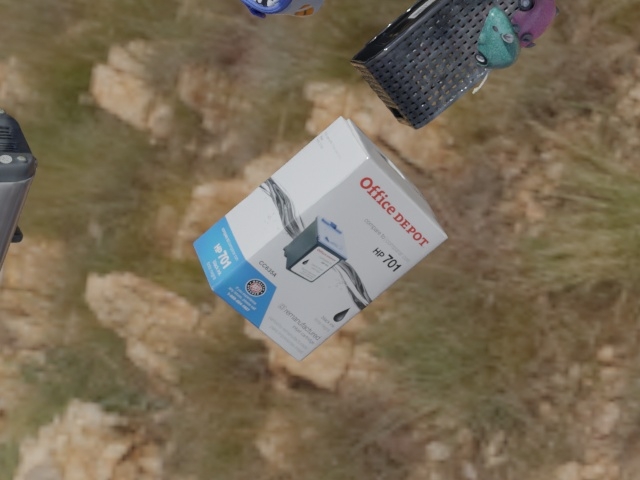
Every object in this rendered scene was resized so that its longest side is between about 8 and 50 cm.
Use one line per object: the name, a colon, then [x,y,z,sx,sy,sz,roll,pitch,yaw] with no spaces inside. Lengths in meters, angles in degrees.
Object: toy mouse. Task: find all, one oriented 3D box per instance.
toy mouse: [0.168,-0.181,1.209,0.031,0.161,0.143,29,111,16]

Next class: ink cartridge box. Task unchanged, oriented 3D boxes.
ink cartridge box: [0.000,0.000,1.349,0.191,0.140,0.082,-40,37,11]

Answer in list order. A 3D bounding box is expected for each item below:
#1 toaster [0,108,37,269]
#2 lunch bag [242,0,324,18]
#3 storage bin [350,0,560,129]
toaster: [-0.371,-0.037,1.281,0.129,0.227,0.146,53,133,48]
lunch bag: [-0.093,-0.444,1.969,0.303,0.115,0.243,35,110,28]
storage bin: [0.128,-0.199,1.400,0.180,0.084,0.122,-39,12,0]
